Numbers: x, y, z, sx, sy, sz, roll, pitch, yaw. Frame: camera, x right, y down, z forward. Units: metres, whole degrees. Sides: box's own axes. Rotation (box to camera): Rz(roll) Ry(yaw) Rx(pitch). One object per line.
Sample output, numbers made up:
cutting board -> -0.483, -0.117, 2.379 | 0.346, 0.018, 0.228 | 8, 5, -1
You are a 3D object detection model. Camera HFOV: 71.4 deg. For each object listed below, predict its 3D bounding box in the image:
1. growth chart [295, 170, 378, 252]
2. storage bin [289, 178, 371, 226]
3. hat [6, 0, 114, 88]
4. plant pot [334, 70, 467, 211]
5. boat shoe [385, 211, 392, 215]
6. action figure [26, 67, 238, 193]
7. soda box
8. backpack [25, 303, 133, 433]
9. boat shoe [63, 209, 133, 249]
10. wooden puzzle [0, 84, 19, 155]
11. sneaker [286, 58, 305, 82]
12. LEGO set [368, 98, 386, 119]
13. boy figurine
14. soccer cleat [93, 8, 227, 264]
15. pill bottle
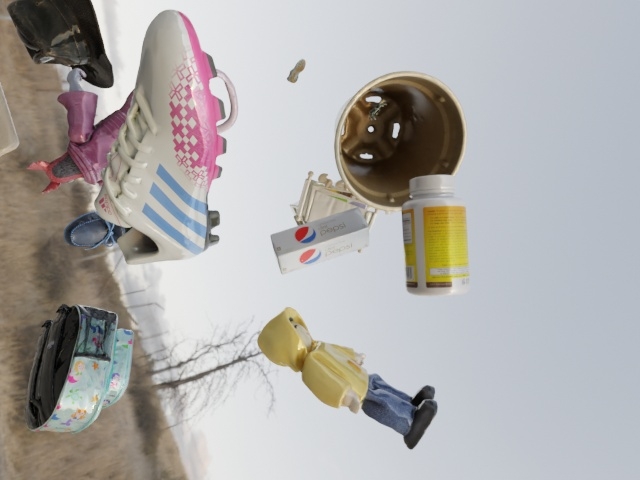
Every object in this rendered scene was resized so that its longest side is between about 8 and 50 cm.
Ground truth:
growth chart -> 0.047, -0.083, 1.247 | 0.021, 0.237, 0.172 | -72, -172, -69
storage bin -> 0.034, -0.133, 1.683 | 0.123, 0.262, 0.260 | 63, -10, -12
hat -> -0.644, -0.495, 1.053 | 0.331, 0.134, 0.332 | 30, -39, 29
plant pot -> 0.173, -0.282, 1.206 | 0.305, 0.333, 0.335 | -114, -156, -67
boat shoe -> 0.228, -0.129, 1.288 | 0.063, 0.184, 0.066 | 6, -60, 20
action figure -> -0.359, -0.188, 0.858 | 0.275, 0.370, 0.248 | 34, -26, 33
soda box -> 0.000, 0.000, 1.007 | 0.074, 0.215, 0.069 | 83, -15, -51
backpack -> -0.555, 0.305, 1.019 | 0.225, 0.191, 0.254 | -33, -135, 30
boat shoe -> -0.572, -0.043, 1.243 | 0.088, 0.258, 0.109 | 17, -61, 31
wooden puzzle -> -0.858, -0.222, 0.998 | 0.322, 0.347, 0.080 | 58, 10, 24
sneaker -> -0.078, -0.530, 1.384 | 0.036, 0.032, 0.083 | 27, -96, 44
LEGO set -> 0.129, -0.310, 1.046 | 0.054, 0.023, 0.083 | -41, -161, 22
boy figurine -> 0.037, 0.204, 0.704 | 0.285, 0.177, 0.092 | 31, -79, 9
soccer cleat -> -0.191, -0.085, 0.513 | 0.116, 0.143, 0.332 | 56, -31, 34
pill bottle -> 0.211, -0.008, 0.824 | 0.117, 0.117, 0.215 | -5, -93, 62
